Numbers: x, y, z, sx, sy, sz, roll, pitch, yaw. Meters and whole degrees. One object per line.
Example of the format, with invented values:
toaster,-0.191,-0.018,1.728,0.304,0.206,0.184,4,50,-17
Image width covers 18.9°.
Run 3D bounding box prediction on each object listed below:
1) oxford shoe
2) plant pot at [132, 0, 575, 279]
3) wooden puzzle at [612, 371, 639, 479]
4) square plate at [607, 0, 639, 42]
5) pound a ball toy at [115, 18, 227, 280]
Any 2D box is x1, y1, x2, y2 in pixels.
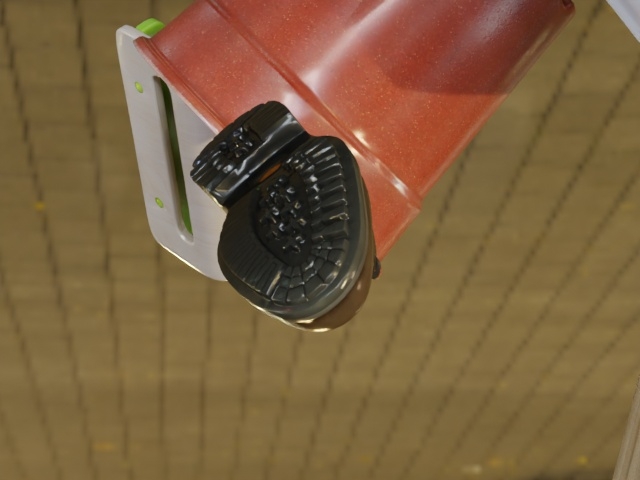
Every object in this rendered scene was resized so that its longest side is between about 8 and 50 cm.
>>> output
oxford shoe,0.000,0.000,0.960,0.083,0.096,0.227,-37,-161,6
plant pot,0.041,-0.156,1.523,0.265,0.272,0.272,-45,154,3
wooden puzzle,0.235,0.070,0.962,0.044,0.239,0.221,29,148,-22
square plate,0.226,-0.202,1.406,0.049,0.347,0.344,-39,179,14
pound a ball toy,-0.062,-0.140,1.805,0.135,0.208,0.319,31,144,31
